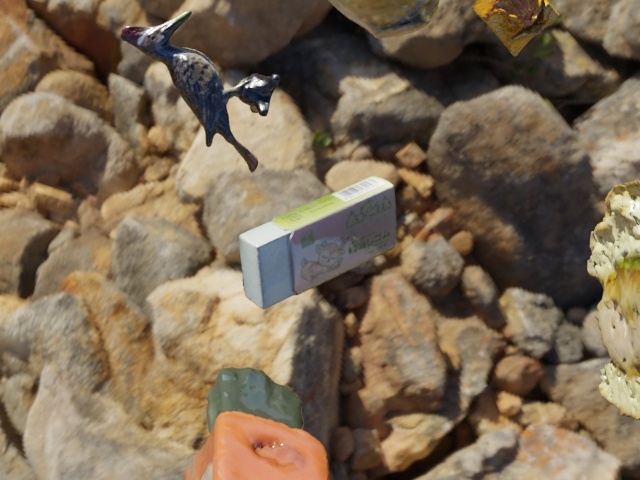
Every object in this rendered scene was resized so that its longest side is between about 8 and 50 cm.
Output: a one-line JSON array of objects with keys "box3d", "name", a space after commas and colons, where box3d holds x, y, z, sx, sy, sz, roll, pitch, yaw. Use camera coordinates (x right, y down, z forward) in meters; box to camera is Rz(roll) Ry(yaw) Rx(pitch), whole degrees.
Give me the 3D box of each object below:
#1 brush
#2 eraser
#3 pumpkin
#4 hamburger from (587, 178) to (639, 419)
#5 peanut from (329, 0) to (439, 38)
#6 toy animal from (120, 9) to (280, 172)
[{"box3d": [-0.028, 0.171, 0.539, 0.070, 0.051, 0.323, 25, 30, -20], "name": "brush"}, {"box3d": [0.000, 0.000, 0.540, 0.083, 0.038, 0.019, -26, 39, -31], "name": "eraser"}, {"box3d": [0.215, -0.244, 1.230, 0.101, 0.073, 0.035, 34, 33, -36], "name": "pumpkin"}, {"box3d": [0.206, 0.023, 0.488, 0.130, 0.262, 0.124, -5, 89, -4], "name": "hamburger"}, {"box3d": [0.018, -0.233, 0.746, 0.087, 0.087, 0.207, -28, 104, -26], "name": "peanut"}, {"box3d": [-0.127, -0.169, 1.213, 0.202, 0.070, 0.105, 37, 83, -20], "name": "toy animal"}]
